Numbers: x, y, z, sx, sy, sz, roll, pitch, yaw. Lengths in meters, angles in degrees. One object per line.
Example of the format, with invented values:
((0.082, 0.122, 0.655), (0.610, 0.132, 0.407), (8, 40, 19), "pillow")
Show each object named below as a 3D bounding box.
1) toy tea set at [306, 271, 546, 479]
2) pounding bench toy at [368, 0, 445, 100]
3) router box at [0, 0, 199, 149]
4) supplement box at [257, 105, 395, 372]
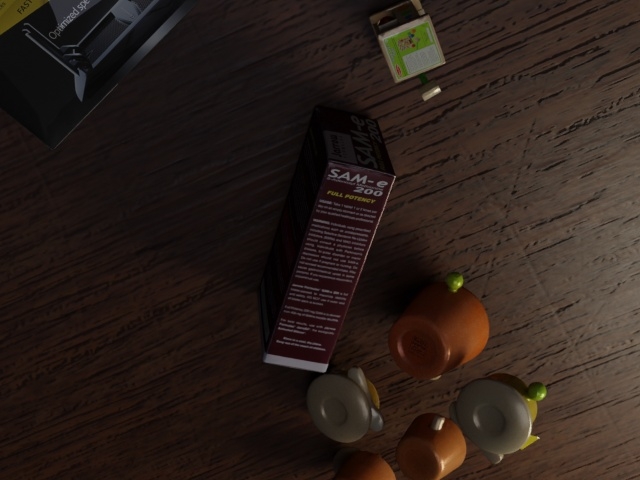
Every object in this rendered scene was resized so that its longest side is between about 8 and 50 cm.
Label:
((0.109, 0.188, 1.230), (0.336, 0.124, 0.200), (-41, 83, 36), "toy tea set")
((0.088, -0.183, 1.032), (0.052, 0.065, 0.083), (-22, 120, 6), "pounding bench toy")
((-0.230, -0.268, 0.938), (0.309, 0.081, 0.243), (-41, 117, 17), "router box")
((0.000, 0.000, 1.093), (0.073, 0.130, 0.239), (11, 119, -13), "supplement box")
